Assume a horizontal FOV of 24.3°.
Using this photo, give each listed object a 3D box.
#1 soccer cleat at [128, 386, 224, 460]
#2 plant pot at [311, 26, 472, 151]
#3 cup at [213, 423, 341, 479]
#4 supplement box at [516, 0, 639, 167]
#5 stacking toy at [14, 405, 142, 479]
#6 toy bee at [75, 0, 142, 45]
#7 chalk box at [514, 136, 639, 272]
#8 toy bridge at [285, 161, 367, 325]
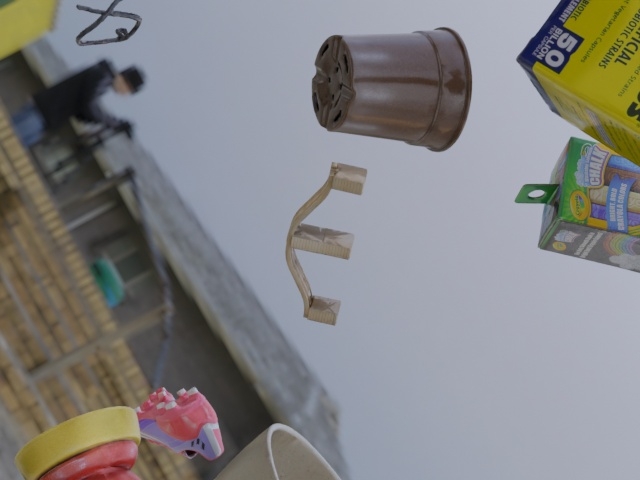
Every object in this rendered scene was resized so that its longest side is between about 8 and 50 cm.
[{"bbox_3d":[-0.201,0.252,1.994,0.095,0.083,0.248,63,-26,-4],"label":"soccer cleat"},{"bbox_3d":[0.086,-0.200,1.943,0.167,0.165,0.167,180,-90,-65],"label":"plant pot"},{"bbox_3d":[-0.065,0.423,1.800,0.331,0.237,0.331,55,9,-14],"label":"cup"},{"bbox_3d":[0.447,-0.175,1.770,0.356,0.194,0.195,36,0,26],"label":"supplement box"},{"bbox_3d":[-0.301,0.300,1.410,0.130,0.279,0.309,63,-31,19],"label":"stacking toy"},{"bbox_3d":[-0.090,-0.304,1.311,0.195,0.298,0.162,139,-67,-70],"label":"toy bee"},{"bbox_3d":[0.385,-0.054,2.100,0.132,0.213,0.132,106,-1,-70],"label":"chalk box"},{"bbox_3d":[0.000,0.000,1.418,0.026,0.063,0.188,-74,176,-50],"label":"toy bridge"}]
